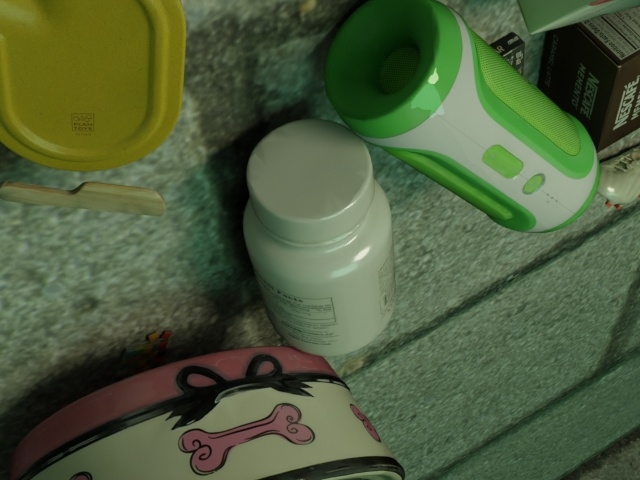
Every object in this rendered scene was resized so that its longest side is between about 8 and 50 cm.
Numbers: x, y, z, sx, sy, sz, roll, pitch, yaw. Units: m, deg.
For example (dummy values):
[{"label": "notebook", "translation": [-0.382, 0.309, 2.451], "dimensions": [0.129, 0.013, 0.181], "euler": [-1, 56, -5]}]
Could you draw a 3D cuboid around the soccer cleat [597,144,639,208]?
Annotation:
[{"label": "soccer cleat", "translation": [0.393, -0.089, 1.278], "dimensions": [0.196, 0.068, 0.076], "euler": [-10, 137, -50]}]

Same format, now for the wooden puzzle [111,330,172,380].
[{"label": "wooden puzzle", "translation": [-0.180, 0.121, 1.022], "dimensions": [0.049, 0.006, 0.083], "euler": [-10, 141, -39]}]

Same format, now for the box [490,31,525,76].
[{"label": "box", "translation": [0.163, -0.153, 0.978], "dimensions": [0.067, 0.018, 0.083], "euler": [-32, 151, -9]}]

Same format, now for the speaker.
[{"label": "speaker", "translation": [0.133, -0.099, 0.881], "dimensions": [0.131, 0.131, 0.296], "euler": [-46, 141, 16]}]

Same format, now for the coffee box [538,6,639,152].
[{"label": "coffee box", "translation": [0.348, -0.211, 1.008], "dimensions": [0.246, 0.098, 0.141], "euler": [-30, 151, -11]}]

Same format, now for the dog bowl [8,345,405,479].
[{"label": "dog bowl", "translation": [-0.129, 0.243, 1.030], "dimensions": [0.408, 0.150, 0.408], "euler": [-17, 157, -8]}]

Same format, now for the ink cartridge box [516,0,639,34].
[{"label": "ink cartridge box", "translation": [0.281, -0.249, 0.822], "dimensions": [0.218, 0.092, 0.158], "euler": [-21, -177, -27]}]

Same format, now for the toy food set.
[{"label": "toy food set", "translation": [-0.154, -0.116, 0.654], "dimensions": [0.128, 0.071, 0.218], "euler": [0, 138, -13]}]

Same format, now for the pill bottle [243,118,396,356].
[{"label": "pill bottle", "translation": [0.000, 0.000, 0.910], "dimensions": [0.131, 0.131, 0.229], "euler": [-30, 151, -12]}]
